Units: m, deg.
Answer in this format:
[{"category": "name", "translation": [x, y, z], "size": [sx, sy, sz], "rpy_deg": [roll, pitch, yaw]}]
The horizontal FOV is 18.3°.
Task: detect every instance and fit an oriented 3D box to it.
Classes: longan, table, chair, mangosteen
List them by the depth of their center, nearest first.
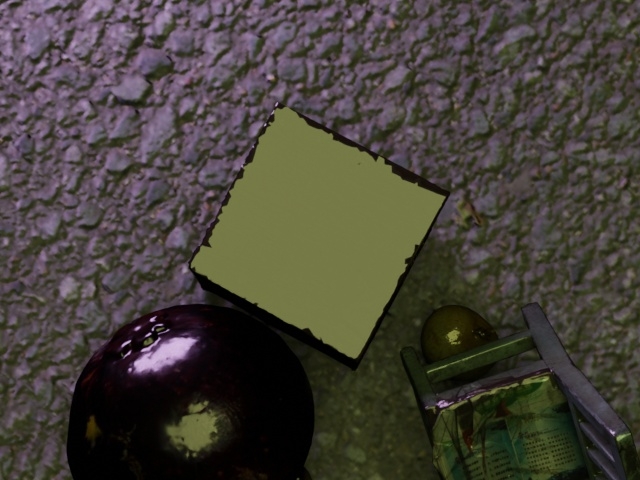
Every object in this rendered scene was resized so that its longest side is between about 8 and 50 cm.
[{"category": "chair", "translation": [0.169, 0.178, 1.678], "size": [0.147, 0.270, 0.136], "rpy_deg": [-19, 114, -2]}, {"category": "mangosteen", "translation": [-0.100, 0.185, 1.753], "size": [0.228, 0.228, 0.265], "rpy_deg": [-31, 111, -3]}, {"category": "table", "translation": [0.000, 0.000, 1.774], "size": [0.169, 0.193, 0.172], "rpy_deg": [29, 84, 4]}, {"category": "longan", "translation": [0.130, 0.091, 1.817], "size": [0.075, 0.083, 0.075], "rpy_deg": [14, 62, -29]}]
